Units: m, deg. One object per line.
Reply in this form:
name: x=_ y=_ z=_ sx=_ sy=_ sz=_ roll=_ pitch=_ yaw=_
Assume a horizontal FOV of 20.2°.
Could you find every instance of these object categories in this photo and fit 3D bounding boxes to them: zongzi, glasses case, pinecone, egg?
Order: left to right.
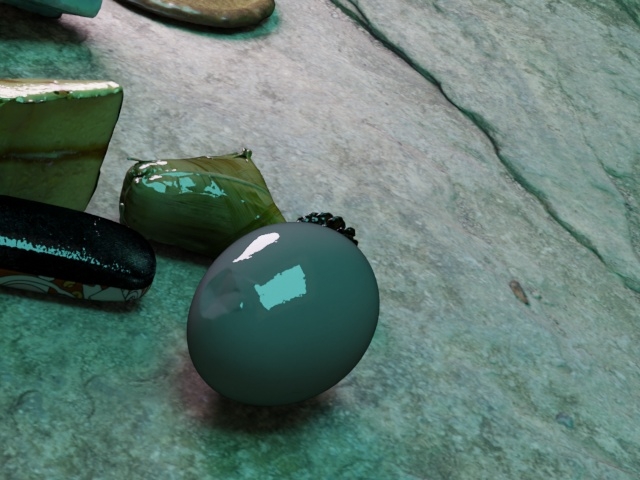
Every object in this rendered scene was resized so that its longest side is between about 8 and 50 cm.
glasses case: x=-0.297 y=0.004 z=1.839 sx=0.266 sy=0.067 sz=0.103 roll=13 pitch=33 yaw=-20
zongzi: x=-0.112 y=-0.011 z=1.978 sx=0.194 sy=0.099 sz=0.197 roll=-5 pitch=47 yaw=-40
egg: x=-0.041 y=0.076 z=1.796 sx=0.176 sy=0.176 sz=0.232 roll=36 pitch=37 yaw=21
pinecone: x=0.000 y=0.000 z=2.051 sx=0.077 sy=0.077 sz=0.083 roll=3 pitch=31 yaw=-32

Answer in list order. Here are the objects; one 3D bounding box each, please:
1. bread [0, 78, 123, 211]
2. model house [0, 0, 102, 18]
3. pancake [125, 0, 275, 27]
bread: x=-0.361 y=-0.159 z=1.964 sx=0.167 sy=0.163 sz=0.264 roll=-9 pitch=42 yaw=-42
model house: x=-0.410 y=-0.419 z=2.292 sx=0.248 sy=0.230 sz=0.280 roll=16 pitch=0 yaw=41
pancake: x=-0.201 y=-0.379 z=2.563 sx=0.288 sy=0.033 sz=0.286 roll=22 pitch=30 yaw=-2
